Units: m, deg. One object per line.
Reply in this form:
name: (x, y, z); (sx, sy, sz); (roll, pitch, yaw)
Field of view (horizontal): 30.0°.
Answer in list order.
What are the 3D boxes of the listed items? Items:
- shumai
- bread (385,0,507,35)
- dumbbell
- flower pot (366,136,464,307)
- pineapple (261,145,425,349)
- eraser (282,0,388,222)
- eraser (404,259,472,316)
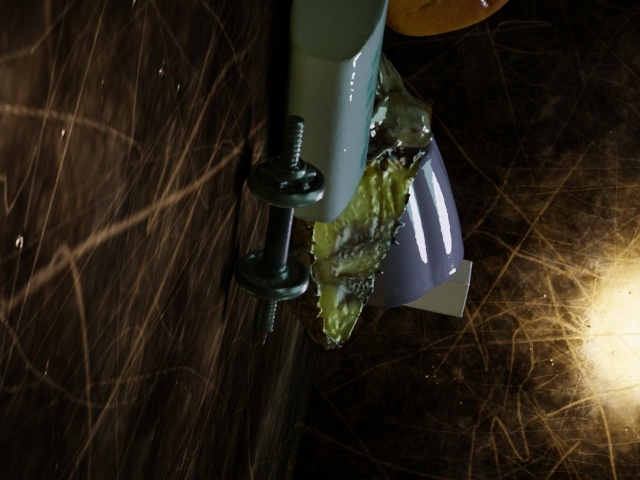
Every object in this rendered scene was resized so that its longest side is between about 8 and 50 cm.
shumai: (0.082, -0.201, 1.730); (0.166, 0.176, 0.205); (88, 11, -75)
bread: (0.144, -0.378, 1.418); (0.183, 0.236, 0.388); (60, 3, 11)
dumbbell: (-0.042, -0.012, 1.204); (0.081, 0.082, 0.253); (-72, 174, -57)
flower pot: (0.087, -0.069, 1.872); (0.243, 0.265, 0.265); (77, 21, -47)
pineapple: (-0.004, -0.003, 1.651); (0.161, 0.158, 0.334); (10, -101, 52)
eraser: (0.011, -0.173, 1.334); (0.290, 0.104, 0.189); (96, 11, -56)
eraser: (0.115, 0.057, 2.123); (0.078, 0.298, 0.076); (-73, 173, -56)
